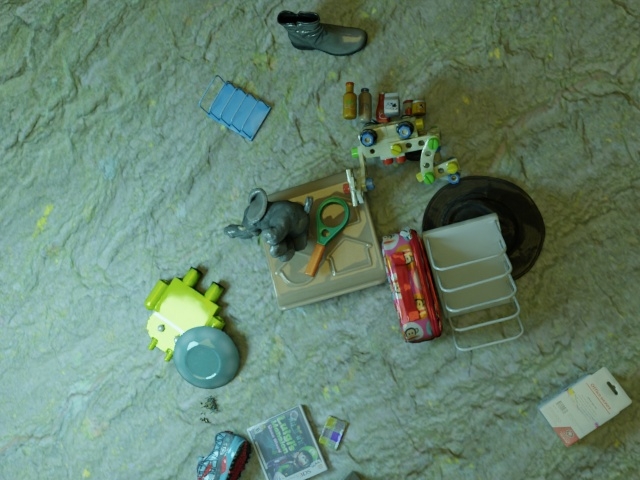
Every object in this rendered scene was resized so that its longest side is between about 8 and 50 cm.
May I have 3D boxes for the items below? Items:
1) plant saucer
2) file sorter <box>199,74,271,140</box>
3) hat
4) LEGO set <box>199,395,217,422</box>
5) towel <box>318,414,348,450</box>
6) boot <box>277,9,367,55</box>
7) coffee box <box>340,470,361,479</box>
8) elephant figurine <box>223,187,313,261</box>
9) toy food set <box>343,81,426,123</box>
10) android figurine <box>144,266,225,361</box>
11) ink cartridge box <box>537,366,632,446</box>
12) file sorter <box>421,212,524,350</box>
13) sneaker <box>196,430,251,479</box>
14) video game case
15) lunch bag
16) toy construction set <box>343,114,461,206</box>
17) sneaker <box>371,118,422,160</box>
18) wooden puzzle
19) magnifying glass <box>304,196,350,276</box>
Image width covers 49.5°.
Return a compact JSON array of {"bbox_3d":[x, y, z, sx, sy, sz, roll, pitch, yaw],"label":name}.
[{"bbox_3d":[-0.330,0.340,1.968,0.194,0.037,0.195,2,104,7],"label":"plant saucer"},{"bbox_3d":[-0.257,-0.399,2.064,0.170,0.104,0.118,31,88,15],"label":"file sorter"},{"bbox_3d":[0.432,-0.038,1.850,0.331,0.134,0.332,-2,80,12],"label":"hat"},{"bbox_3d":[-0.321,0.482,1.992,0.054,0.023,0.083,37,104,17],"label":"LEGO set"},{"bbox_3d":[0.034,0.529,1.912,0.060,0.009,0.083,23,87,14],"label":"towel"},{"bbox_3d":[0.005,-0.605,2.009,0.246,0.161,0.084,5,83,13],"label":"boot"},{"bbox_3d":[0.043,0.833,1.695,0.337,0.338,0.334,-45,76,3],"label":"coffee box"},{"bbox_3d":[-0.148,-0.064,1.901,0.186,0.170,0.239,-34,49,-22],"label":"elephant figurine"},{"bbox_3d":[0.184,-0.394,1.964,0.232,0.111,0.105,-2,82,14],"label":"toy food set"},{"bbox_3d":[-0.402,0.221,2.029,0.248,0.056,0.273,33,88,14],"label":"android figurine"},{"bbox_3d":[0.671,0.418,1.764,0.198,0.067,0.115,-36,77,7],"label":"ink cartridge box"},{"bbox_3d":[0.389,0.110,1.744,0.192,0.173,0.278,-15,120,9],"label":"file sorter"},{"bbox_3d":[-0.295,0.655,1.934,0.125,0.104,0.262,25,83,32],"label":"sneaker"},{"bbox_3d":[-0.093,0.578,1.926,0.173,0.022,0.191,-26,77,7],"label":"video game case"},{"bbox_3d":[0.233,0.119,1.802,0.120,0.258,0.293,-14,79,10],"label":"lunch bag"},{"bbox_3d":[0.209,-0.218,1.879,0.327,0.151,0.215,-16,115,3],"label":"toy construction set"},{"bbox_3d":[0.212,-0.283,1.954,0.170,0.089,0.051,33,90,15],"label":"sneaker"},{"bbox_3d":[0.000,0.000,1.968,0.321,0.080,0.348,-16,74,9],"label":"wooden puzzle"},{"bbox_3d":[0.011,-0.011,1.913,0.092,0.026,0.231,19,83,16],"label":"magnifying glass"}]
